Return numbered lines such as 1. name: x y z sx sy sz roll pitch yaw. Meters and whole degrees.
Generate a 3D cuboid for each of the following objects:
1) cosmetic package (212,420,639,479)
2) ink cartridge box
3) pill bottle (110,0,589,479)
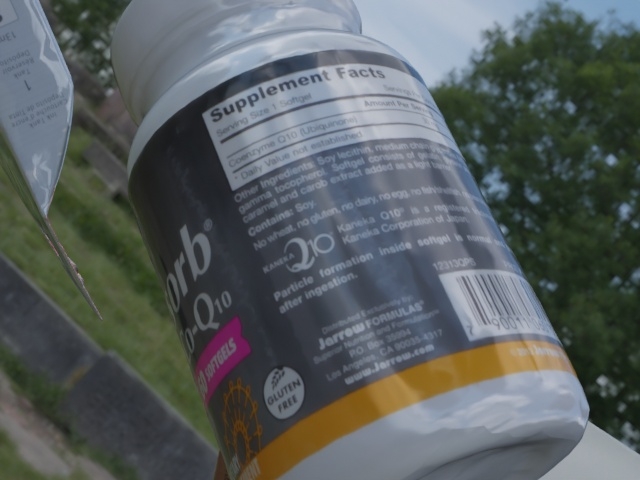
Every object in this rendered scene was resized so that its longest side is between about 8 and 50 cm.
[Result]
1. cosmetic package: 0.091 0.172 0.696 0.296 0.129 0.153 32 -41 16
2. ink cartridge box: -0.309 -0.141 1.252 0.308 0.091 0.385 39 -26 57
3. pill bottle: 0.000 0.000 0.578 0.162 0.162 0.278 60 5 -64
